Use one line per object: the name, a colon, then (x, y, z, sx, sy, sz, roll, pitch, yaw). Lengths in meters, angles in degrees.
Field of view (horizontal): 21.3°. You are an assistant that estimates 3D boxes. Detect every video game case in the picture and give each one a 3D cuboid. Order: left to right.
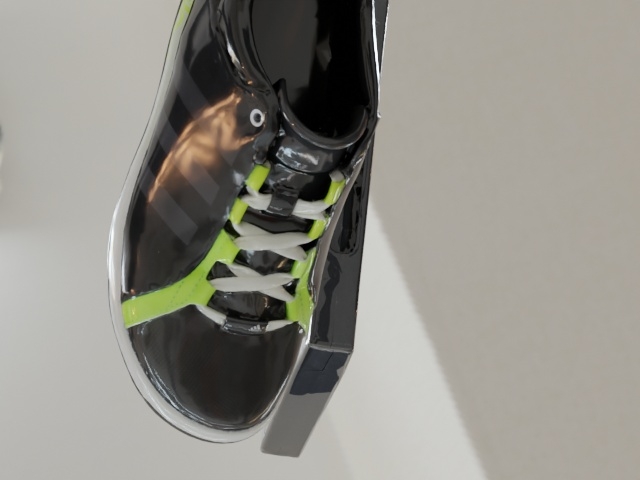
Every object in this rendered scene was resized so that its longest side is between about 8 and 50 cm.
video game case: (0.000, 0.000, 1.199, 0.035, 0.275, 0.248, 9, -112, -5)

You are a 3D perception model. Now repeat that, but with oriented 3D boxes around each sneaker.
sneaker: (-0.026, -0.031, 0.659, 0.084, 0.097, 0.234, 4, -83, -23)
